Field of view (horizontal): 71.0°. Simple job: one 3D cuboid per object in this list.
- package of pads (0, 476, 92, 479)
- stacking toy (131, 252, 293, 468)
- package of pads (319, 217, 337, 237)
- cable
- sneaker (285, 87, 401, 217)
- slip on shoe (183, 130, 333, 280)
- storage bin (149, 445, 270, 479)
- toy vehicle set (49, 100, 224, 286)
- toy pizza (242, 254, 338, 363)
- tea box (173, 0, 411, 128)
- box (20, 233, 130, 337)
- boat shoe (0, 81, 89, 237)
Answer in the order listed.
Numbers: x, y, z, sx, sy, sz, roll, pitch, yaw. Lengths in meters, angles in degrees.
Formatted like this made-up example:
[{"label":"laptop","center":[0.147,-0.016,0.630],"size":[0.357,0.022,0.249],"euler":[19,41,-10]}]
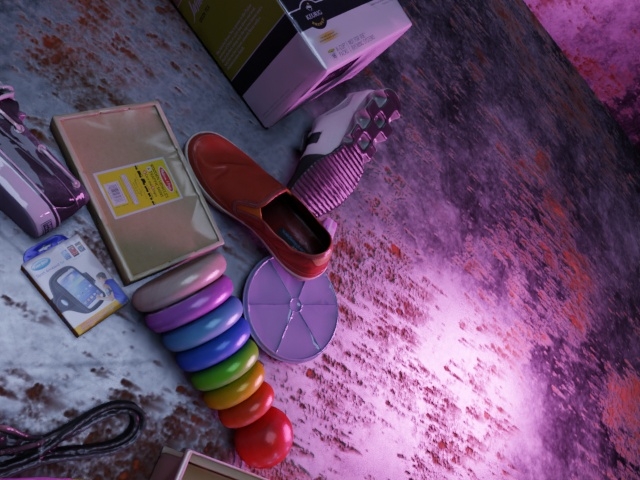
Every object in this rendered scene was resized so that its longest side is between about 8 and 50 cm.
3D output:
[{"label":"package of pads","center":[-0.372,0.340,0.402],"size":[0.297,0.101,0.229],"euler":[15,84,-28]},{"label":"stacking toy","center":[-0.142,0.191,0.670],"size":[0.141,0.141,0.330],"euler":[-32,101,-39]},{"label":"package of pads","center":[0.000,0.000,0.878],"size":[0.032,0.050,0.083],"euler":[30,58,-19]},{"label":"cable","center":[-0.350,0.250,0.516],"size":[0.287,0.072,0.139],"euler":[15,71,-32]},{"label":"sneaker","center":[0.018,-0.181,0.929],"size":[0.330,0.146,0.122],"euler":[-50,134,-15]},{"label":"slip on shoe","center":[-0.101,-0.072,0.776],"size":[0.331,0.101,0.123],"euler":[46,57,2]},{"label":"storage bin","center":[-0.134,0.443,0.575],"size":[0.260,0.123,0.262],"euler":[34,57,-23]},{"label":"toy vehicle set","center":[-0.281,-0.082,0.706],"size":[0.166,0.035,0.266],"euler":[-25,90,-40]},{"label":"toy pizza","center":[-0.052,0.119,0.809],"size":[0.201,0.032,0.201],"euler":[14,65,-33]},{"label":"tea box","center":[-0.050,-0.462,0.894],"size":[0.329,0.220,0.323],"euler":[-43,102,-38]},{"label":"box","center":[-0.341,0.055,0.620],"size":[0.081,0.028,0.136],"euler":[-42,102,-38]},{"label":"boat shoe","center":[-0.428,-0.151,0.572],"size":[0.306,0.113,0.105],"euler":[50,50,-14]}]
